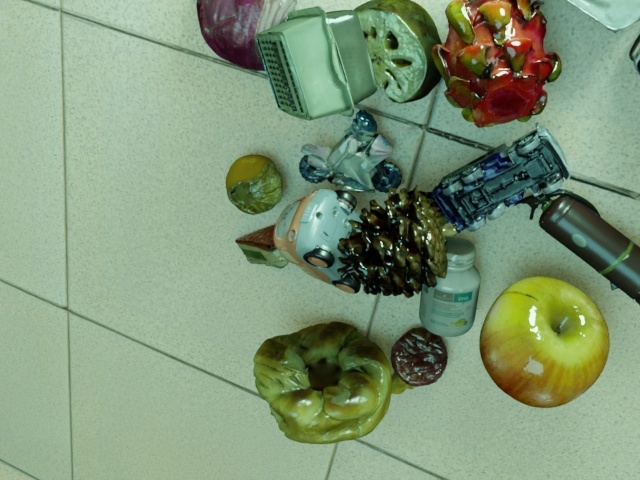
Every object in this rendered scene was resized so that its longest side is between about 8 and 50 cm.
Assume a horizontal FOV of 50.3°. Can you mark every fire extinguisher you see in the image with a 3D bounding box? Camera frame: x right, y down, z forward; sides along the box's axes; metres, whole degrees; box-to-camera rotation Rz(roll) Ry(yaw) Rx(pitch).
[{"bbox_3d":[0.572,0.003,1.450,0.341,0.105,0.141,40,143,9],"label":"fire extinguisher"}]

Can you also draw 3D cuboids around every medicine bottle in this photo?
[{"bbox_3d":[0.307,0.107,1.605,0.135,0.135,0.215,12,121,19],"label":"medicine bottle"}]

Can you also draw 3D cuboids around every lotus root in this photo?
[{"bbox_3d":[0.167,-0.400,1.407,0.138,0.119,0.235,-24,102,33],"label":"lotus root"}]

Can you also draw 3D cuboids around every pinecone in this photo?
[{"bbox_3d":[0.161,0.012,1.454,0.257,0.243,0.243,-22,111,-10],"label":"pinecone"}]

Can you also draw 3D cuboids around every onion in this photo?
[{"bbox_3d":[-0.188,-0.504,1.524,0.247,0.111,0.250,23,125,10],"label":"onion"}]

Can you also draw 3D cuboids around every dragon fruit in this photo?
[{"bbox_3d":[0.333,-0.371,1.287,0.243,0.227,0.307,51,143,41],"label":"dragon fruit"}]

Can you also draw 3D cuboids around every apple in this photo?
[{"bbox_3d":[0.485,0.224,1.503,0.286,0.286,0.233,29,154,8],"label":"apple"}]

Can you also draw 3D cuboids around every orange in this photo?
[{"bbox_3d":[-0.167,-0.135,1.699,0.156,0.134,0.157,21,132,25],"label":"orange"}]

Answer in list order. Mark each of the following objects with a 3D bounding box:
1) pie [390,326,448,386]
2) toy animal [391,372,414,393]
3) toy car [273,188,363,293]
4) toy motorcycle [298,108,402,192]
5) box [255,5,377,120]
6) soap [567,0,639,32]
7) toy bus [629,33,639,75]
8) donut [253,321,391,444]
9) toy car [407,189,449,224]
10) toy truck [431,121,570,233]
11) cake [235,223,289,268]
[{"bbox_3d":[0.253,0.299,1.750,0.154,0.036,0.154,-1,79,6],"label":"pie"},{"bbox_3d":[0.214,0.379,1.846,0.070,0.083,0.159,17,139,-17],"label":"toy animal"},{"bbox_3d":[0.000,0.000,1.636,0.212,0.181,0.270,4,152,39],"label":"toy car"},{"bbox_3d":[0.070,-0.213,1.566,0.239,0.108,0.204,-1,124,-3],"label":"toy motorcycle"},{"bbox_3d":[-0.012,-0.366,1.408,0.166,0.290,0.221,-23,111,-11],"label":"box"},{"bbox_3d":[0.506,-0.536,1.160,0.257,0.159,0.302,37,124,5],"label":"soap"},{"bbox_3d":[0.757,-0.259,1.130,0.440,0.249,0.209,34,125,5],"label":"toy bus"},{"bbox_3d":[0.003,0.357,1.754,0.360,0.360,0.170,11,127,19],"label":"donut"},{"bbox_3d":[0.257,-0.085,1.566,0.142,0.069,0.055,20,119,14],"label":"toy car"},{"bbox_3d":[0.382,-0.137,1.432,0.268,0.155,0.124,-29,102,31],"label":"toy truck"},{"bbox_3d":[-0.146,0.027,1.784,0.220,0.117,0.086,-18,113,30],"label":"cake"}]
